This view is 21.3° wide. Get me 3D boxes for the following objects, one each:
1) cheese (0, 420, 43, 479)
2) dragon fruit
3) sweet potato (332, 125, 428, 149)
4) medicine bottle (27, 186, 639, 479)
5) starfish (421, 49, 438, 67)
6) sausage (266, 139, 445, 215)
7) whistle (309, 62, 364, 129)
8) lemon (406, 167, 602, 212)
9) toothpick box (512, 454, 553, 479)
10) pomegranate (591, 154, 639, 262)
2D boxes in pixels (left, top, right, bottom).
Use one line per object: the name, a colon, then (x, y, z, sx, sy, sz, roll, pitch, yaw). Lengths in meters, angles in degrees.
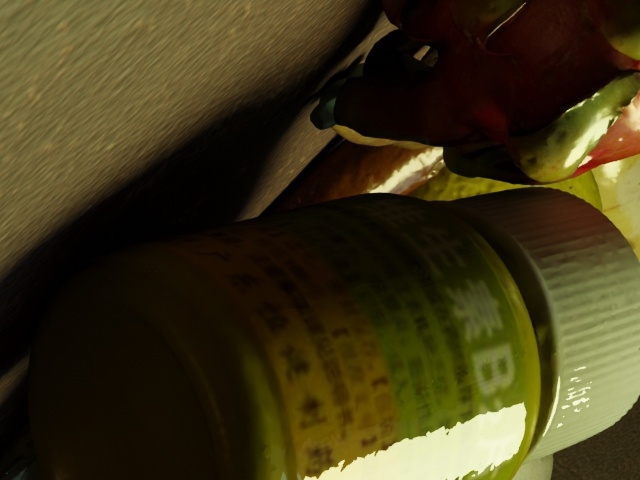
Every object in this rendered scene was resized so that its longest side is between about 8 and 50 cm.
cheese: (-0.275, 0.235, 1.302, 0.235, 0.050, 0.127, -51, 176, 39)
dragon fruit: (0.165, -0.148, 1.128, 0.307, 0.227, 0.243, 16, -104, 54)
sweet potato: (0.071, -0.104, 1.415, 0.218, 0.051, 0.065, -16, 128, -48)
medicine bottle: (0.027, 0.084, 1.087, 0.384, 0.224, 0.224, -13, 151, -42)
starfish: (0.164, -0.167, 1.554, 0.236, 0.062, 0.277, -18, -177, -10)
sausage: (-0.004, -0.001, 1.492, 0.302, 0.103, 0.076, -49, 135, -10)
whistle: (0.022, -0.107, 1.268, 0.100, 0.035, 0.035, -40, 171, -49)
lemon: (0.161, -0.026, 1.728, 0.260, 0.260, 0.284, -46, -175, -16)
toothpick box: (0.006, 0.265, 1.897, 0.425, 0.409, 0.409, -41, 176, 12)
pomegranate: (0.334, -0.119, 2.017, 0.342, 0.342, 0.342, -47, 175, -6)
